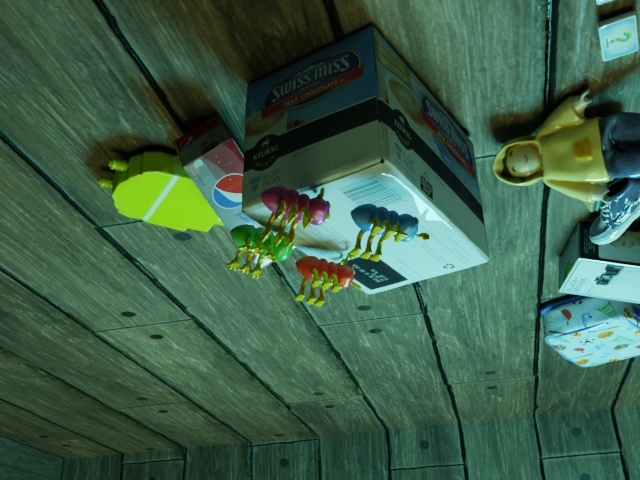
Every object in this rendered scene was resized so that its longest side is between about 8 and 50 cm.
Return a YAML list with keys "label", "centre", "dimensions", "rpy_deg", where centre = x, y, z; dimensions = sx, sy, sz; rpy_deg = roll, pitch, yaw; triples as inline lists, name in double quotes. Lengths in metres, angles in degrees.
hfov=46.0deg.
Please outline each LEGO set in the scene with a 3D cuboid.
- label: "LEGO set"
  centre: [0.440, -0.318, 0.939]
  dimensions: [0.182, 0.060, 0.244]
  rpy_deg: [-16, 149, 17]

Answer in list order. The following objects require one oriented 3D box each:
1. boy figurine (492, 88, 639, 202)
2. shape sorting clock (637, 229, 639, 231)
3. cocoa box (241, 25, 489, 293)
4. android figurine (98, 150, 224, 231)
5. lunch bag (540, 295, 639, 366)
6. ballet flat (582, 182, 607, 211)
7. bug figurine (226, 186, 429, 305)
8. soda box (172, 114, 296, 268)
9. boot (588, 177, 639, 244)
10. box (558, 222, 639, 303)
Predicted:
- label: "boy figurine"
  centre: [0.402, -0.144, 1.173]
  dimensions: [0.285, 0.177, 0.092]
  rpy_deg: [-1, -165, 36]
- label: "shape sorting clock"
  centre: [0.732, 0.019, 1.607]
  dimensions: [0.206, 0.040, 0.206]
  rpy_deg: [9, 152, 5]
- label: "cocoa box"
  centre: [0.074, -0.100, 1.136]
  dimensions: [0.231, 0.228, 0.347]
  rpy_deg: [-18, 148, 29]
- label: "android figurine"
  centre: [-0.247, -0.086, 1.325]
  dimensions: [0.272, 0.056, 0.248]
  rpy_deg: [12, 149, -26]
- label: "lunch bag"
  centre: [0.722, 0.223, 1.921]
  dimensions: [0.243, 0.115, 0.303]
  rpy_deg: [-26, 143, 33]
- label: "ballet flat"
  centre: [0.466, -0.131, 1.297]
  dimensions: [0.073, 0.080, 0.232]
  rpy_deg: [20, 155, 19]
- label: "bug figurine"
  centre: [0.000, 0.000, 1.002]
  dimensions: [0.216, 0.072, 0.279]
  rpy_deg: [17, 153, -18]
- label: "soda box"
  centre: [-0.133, -0.072, 1.238]
  dimensions: [0.092, 0.083, 0.263]
  rpy_deg: [-31, 133, 0]
- label: "boot"
  centre: [0.552, -0.064, 1.426]
  dimensions: [0.086, 0.069, 0.190]
  rpy_deg: [16, 140, -18]
- label: "box"
  centre: [0.659, 0.057, 1.567]
  dimensions: [0.289, 0.087, 0.169]
  rpy_deg: [9, 153, 5]
